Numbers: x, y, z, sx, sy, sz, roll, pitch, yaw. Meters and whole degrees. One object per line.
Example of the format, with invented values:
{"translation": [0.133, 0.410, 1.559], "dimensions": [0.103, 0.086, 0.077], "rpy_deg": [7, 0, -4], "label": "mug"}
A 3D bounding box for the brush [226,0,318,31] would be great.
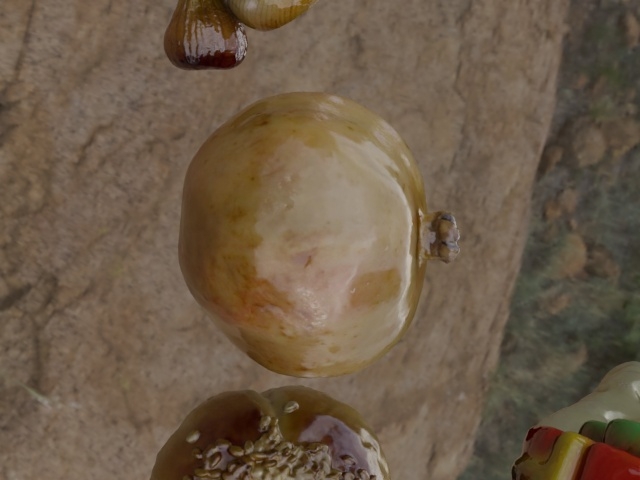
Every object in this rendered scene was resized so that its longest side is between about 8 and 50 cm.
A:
{"translation": [-0.070, -0.420, 1.385], "dimensions": [0.166, 0.174, 0.267], "rpy_deg": [48, 35, -29], "label": "brush"}

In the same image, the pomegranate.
{"translation": [0.000, 0.000, 1.439], "dimensions": [0.411, 0.411, 0.412], "rpy_deg": [-23, 123, -41], "label": "pomegranate"}

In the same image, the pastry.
{"translation": [-0.073, 0.420, 1.608], "dimensions": [0.409, 0.245, 0.410], "rpy_deg": [3, 80, -15], "label": "pastry"}

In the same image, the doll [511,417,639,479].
{"translation": [0.103, 0.266, 0.504], "dimensions": [0.182, 0.160, 0.363], "rpy_deg": [130, -24, -80], "label": "doll"}

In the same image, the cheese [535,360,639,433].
{"translation": [0.382, 0.258, 1.289], "dimensions": [0.328, 0.351, 0.130], "rpy_deg": [6, 108, -17], "label": "cheese"}

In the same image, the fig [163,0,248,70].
{"translation": [-0.170, -0.308, 1.449], "dimensions": [0.119, 0.119, 0.153], "rpy_deg": [1, 72, -49], "label": "fig"}
